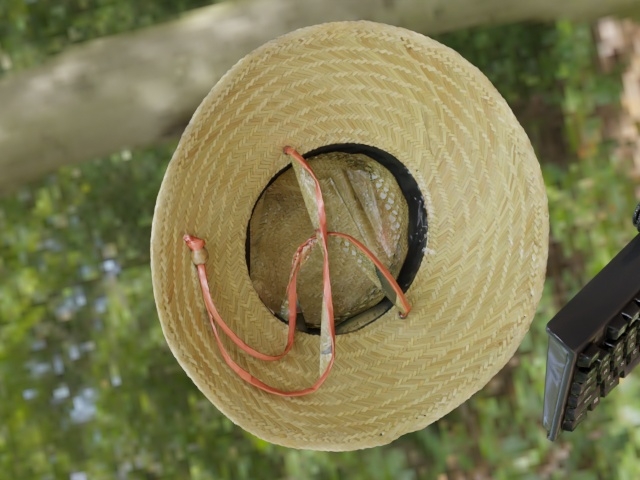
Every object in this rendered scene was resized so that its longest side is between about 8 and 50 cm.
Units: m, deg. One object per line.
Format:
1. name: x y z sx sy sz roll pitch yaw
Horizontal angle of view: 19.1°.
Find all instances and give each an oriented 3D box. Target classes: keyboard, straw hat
1. keyboard: 0.158 0.003 0.819 0.023 0.180 0.108 32 147 28
2. straw hat: 0.000 0.000 0.638 0.061 0.144 0.144 169 88 -68
